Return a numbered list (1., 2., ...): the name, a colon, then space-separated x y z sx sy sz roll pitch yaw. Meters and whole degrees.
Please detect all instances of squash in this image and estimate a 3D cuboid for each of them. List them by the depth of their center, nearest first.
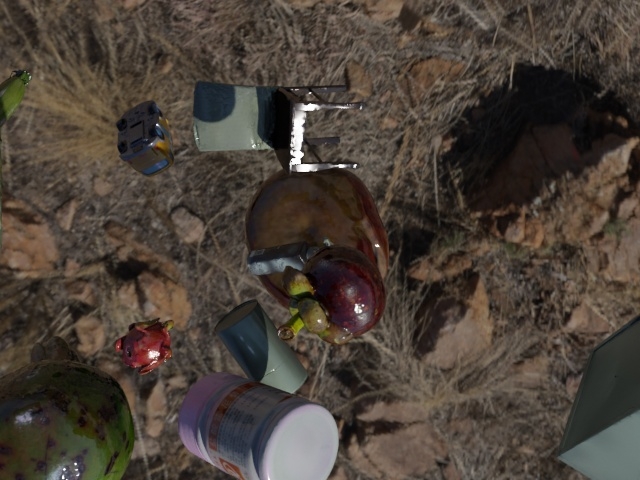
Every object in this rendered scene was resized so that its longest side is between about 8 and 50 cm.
1. squash: -0.564 -0.232 1.256 0.052 0.183 0.052 13 145 9

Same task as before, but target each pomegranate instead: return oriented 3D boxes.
1. pomegranate: -0.320 0.215 0.858 0.202 0.248 0.202 -12 130 -14

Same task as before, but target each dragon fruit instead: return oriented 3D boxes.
1. dragon fruit: -0.364 0.215 1.465 0.126 0.068 0.112 -13 74 25

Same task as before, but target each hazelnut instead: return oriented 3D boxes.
1. hazelnut: 0.000 0.000 1.844 0.359 0.359 0.409 -24 82 28

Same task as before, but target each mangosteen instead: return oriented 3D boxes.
1. mangosteen: 0.012 0.094 1.125 0.181 0.146 0.156 -41 77 0

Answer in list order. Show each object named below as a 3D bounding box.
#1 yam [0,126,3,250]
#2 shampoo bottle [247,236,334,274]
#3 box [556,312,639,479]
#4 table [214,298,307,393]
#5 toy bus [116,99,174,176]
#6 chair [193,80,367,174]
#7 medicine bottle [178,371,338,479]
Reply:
1. yam: -0.376 -0.055 0.473 0.300 0.195 0.195 0 128 -27
2. shampoo bottle: -0.061 0.033 1.550 0.208 0.057 0.063 -10 134 29
3. box: 0.298 0.107 0.567 0.086 0.129 0.225 32 143 5
4. table: -0.140 0.264 1.708 0.126 0.126 0.220 -25 106 28
5. toy bus: -0.471 -0.274 1.968 0.126 0.209 0.136 -26 136 10
6. chair: -0.088 -0.234 1.456 0.319 0.186 0.160 -3 118 -16
7. medicine bottle: -0.137 0.404 1.515 0.316 0.202 0.202 5 124 46
